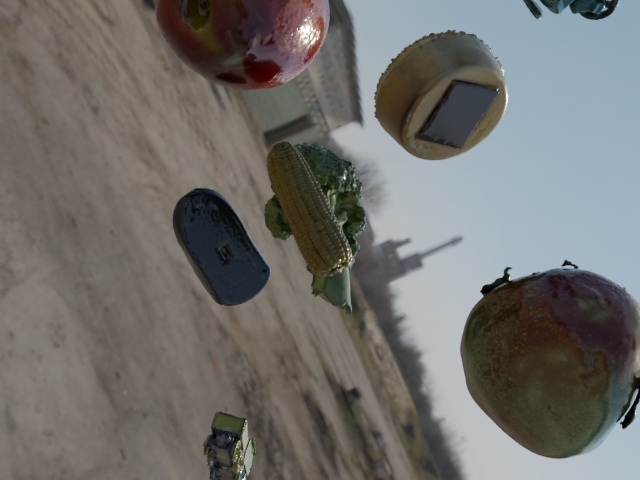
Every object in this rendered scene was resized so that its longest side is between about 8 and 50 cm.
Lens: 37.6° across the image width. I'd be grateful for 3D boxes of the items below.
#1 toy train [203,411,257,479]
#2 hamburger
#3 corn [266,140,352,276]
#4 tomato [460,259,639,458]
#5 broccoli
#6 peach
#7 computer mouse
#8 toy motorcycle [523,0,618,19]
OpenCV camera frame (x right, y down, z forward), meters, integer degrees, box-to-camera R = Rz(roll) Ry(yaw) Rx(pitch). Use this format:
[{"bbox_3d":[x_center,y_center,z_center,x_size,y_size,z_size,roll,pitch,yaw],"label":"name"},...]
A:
[{"bbox_3d":[-0.135,0.319,1.420,0.202,0.060,0.081,91,14,-57],"label":"toy train"},{"bbox_3d":[0.253,-0.310,2.000,0.302,0.301,0.170,66,-1,-51],"label":"hamburger"},{"bbox_3d":[-0.023,-0.048,1.506,0.231,0.080,0.080,63,0,13],"label":"corn"},{"bbox_3d":[0.375,0.194,1.474,0.239,0.303,0.304,-90,160,-57],"label":"tomato"},{"bbox_3d":[-0.014,-0.014,1.731,0.254,0.186,0.302,42,51,-79],"label":"broccoli"},{"bbox_3d":[-0.116,-0.398,1.607,0.338,0.281,0.281,-23,90,-56],"label":"peach"},{"bbox_3d":[-0.211,0.008,1.911,0.270,0.137,0.086,61,-14,-25],"label":"computer mouse"},{"bbox_3d":[0.459,-0.527,1.757,0.154,0.206,0.260,-81,166,-45],"label":"toy motorcycle"}]
